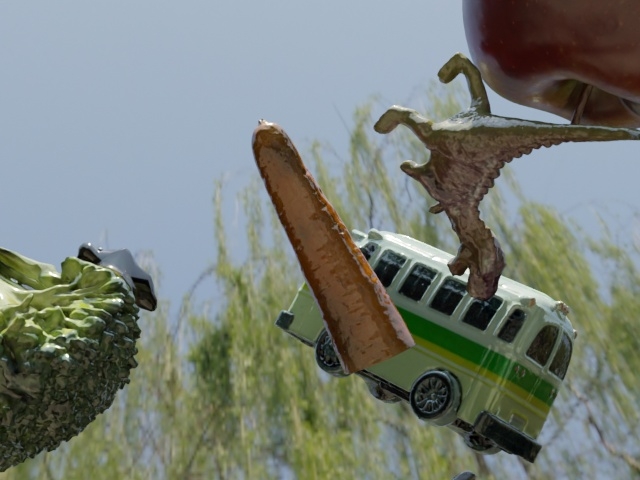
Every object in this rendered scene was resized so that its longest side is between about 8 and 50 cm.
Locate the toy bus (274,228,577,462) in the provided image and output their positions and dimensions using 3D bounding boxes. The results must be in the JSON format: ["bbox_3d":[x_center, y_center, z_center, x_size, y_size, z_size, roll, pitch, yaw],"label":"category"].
[{"bbox_3d":[0.107,0.093,1.326,0.133,0.276,0.165,35,-98,-51],"label":"toy bus"}]

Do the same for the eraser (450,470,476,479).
[{"bbox_3d":[0.131,0.255,1.327,0.027,0.019,0.099,-29,-28,-27],"label":"eraser"}]

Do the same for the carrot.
[{"bbox_3d":[0.000,0.000,1.032,0.061,0.061,0.210,-27,-93,8],"label":"carrot"}]

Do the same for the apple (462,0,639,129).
[{"bbox_3d":[0.276,-0.250,1.218,0.288,0.288,0.317,22,-94,-16],"label":"apple"}]

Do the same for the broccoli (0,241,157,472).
[{"bbox_3d":[-0.282,0.072,1.194,0.243,0.263,0.247,45,-116,3],"label":"broccoli"}]

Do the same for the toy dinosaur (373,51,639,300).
[{"bbox_3d":[0.152,-0.078,1.160,0.072,0.200,0.251,-12,-32,-48],"label":"toy dinosaur"}]
